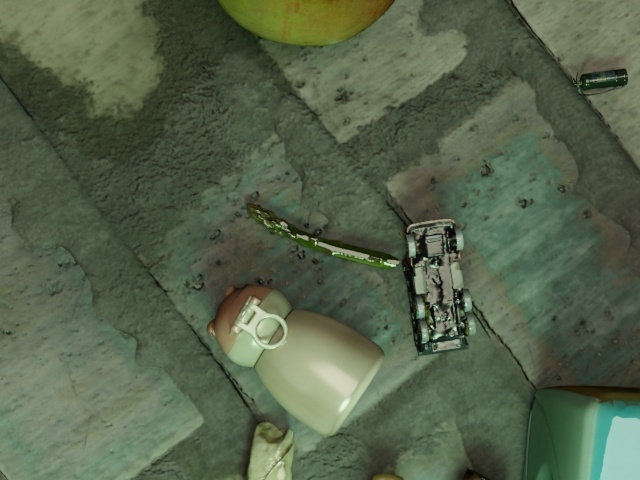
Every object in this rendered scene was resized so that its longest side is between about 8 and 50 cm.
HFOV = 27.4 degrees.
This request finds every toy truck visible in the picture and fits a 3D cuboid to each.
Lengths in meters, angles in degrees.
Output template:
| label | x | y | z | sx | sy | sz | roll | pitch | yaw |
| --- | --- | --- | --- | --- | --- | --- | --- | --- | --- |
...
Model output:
| label | x | y | z | sx | sy | sz | roll | pitch | yaw |
| --- | --- | --- | --- | --- | --- | --- | --- | --- | --- |
| toy truck | 0.164 | 0.066 | 1.867 | 0.083 | 0.092 | 0.192 | -8 | 93 | -4 |

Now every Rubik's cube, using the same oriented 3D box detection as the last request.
| label | x | y | z | sx | sy | sz | roll | pitch | yaw |
| --- | --- | --- | --- | --- | --- | --- | --- | --- | --- |
| Rubik's cube | 0.463 | 0.372 | 1.728 | 0.352 | 0.347 | 0.351 | 3 | 85 | -4 |

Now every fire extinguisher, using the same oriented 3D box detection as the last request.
| label | x | y | z | sx | sy | sz | roll | pitch | yaw |
| --- | --- | --- | --- | --- | --- | --- | --- | --- | --- |
| fire extinguisher | 0.411 | -0.234 | 1.944 | 0.083 | 0.025 | 0.038 | -7 | 108 | -5 |

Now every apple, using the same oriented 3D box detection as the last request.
| label | x | y | z | sx | sy | sz | roll | pitch | yaw |
| --- | --- | --- | --- | --- | --- | --- | --- | --- | --- |
| apple | -0.022 | -0.434 | 1.805 | 0.319 | 0.277 | 0.319 | 1 | 83 | -5 |

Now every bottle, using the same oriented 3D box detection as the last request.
| label | x | y | z | sx | sy | sz | roll | pitch | yaw |
| --- | --- | --- | --- | --- | --- | --- | --- | --- | --- |
| bottle | -0.044 | 0.150 | 1.818 | 0.236 | 0.147 | 0.147 | 34 | 83 | 4 |

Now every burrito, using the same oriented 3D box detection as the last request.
| label | x | y | z | sx | sy | sz | roll | pitch | yaw |
| --- | --- | --- | --- | --- | --- | --- | --- | --- | --- |
| burrito | -0.071 | 0.393 | 1.834 | 0.082 | 0.059 | 0.275 | 4 | 84 | 11 |

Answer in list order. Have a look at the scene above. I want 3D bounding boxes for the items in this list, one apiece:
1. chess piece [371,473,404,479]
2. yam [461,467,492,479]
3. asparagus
| label | x | y | z | sx | sy | sz | roll | pitch | yaw |
| --- | --- | --- | --- | --- | --- | --- | --- | --- | --- |
| chess piece | 0.077 | 0.522 | 1.809 | 0.117 | 0.117 | 0.397 | 8 | 83 | -3 |
| yam | 0.212 | 0.399 | 1.844 | 0.079 | 0.079 | 0.141 | 25 | 85 | -2 |
| asparagus | 0.000 | -0.001 | 1.890 | 0.236 | 0.027 | 0.034 | 20 | 79 | -2 |
